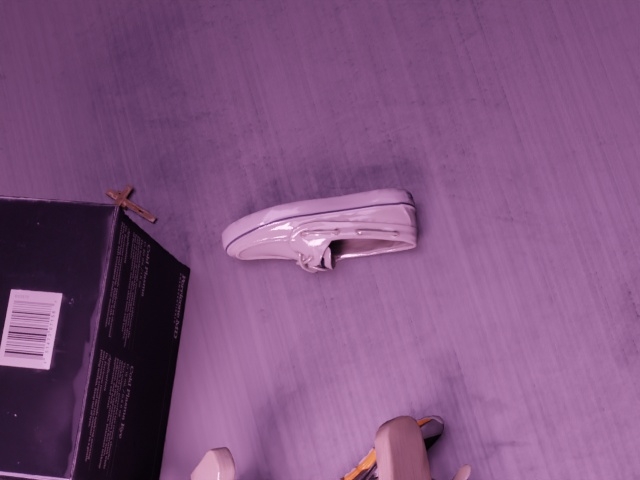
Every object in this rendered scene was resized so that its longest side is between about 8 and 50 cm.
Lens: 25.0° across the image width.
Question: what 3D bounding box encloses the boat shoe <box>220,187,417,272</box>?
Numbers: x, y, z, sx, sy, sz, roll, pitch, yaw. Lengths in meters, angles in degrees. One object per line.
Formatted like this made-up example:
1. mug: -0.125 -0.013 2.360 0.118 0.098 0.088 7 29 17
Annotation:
1. boat shoe: 0.000 0.000 1.946 0.268 0.096 0.088 -9 68 1

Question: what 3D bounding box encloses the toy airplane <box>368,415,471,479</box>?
1. toy airplane: 0.138 0.453 1.687 0.384 0.272 0.386 39 58 -2

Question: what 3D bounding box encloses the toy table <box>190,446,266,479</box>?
1. toy table: -0.145 0.389 1.801 0.252 0.274 0.160 -46 54 32

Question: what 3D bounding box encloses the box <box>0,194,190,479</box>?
1. box: -0.316 0.152 1.852 0.179 0.312 0.343 4 75 14

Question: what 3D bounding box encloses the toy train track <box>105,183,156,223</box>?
1. toy train track: -0.270 -0.048 2.057 0.083 0.014 0.048 31 76 13

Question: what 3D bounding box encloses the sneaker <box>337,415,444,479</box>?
1. sneaker: 0.085 0.308 1.846 0.215 0.084 0.083 -45 73 7
